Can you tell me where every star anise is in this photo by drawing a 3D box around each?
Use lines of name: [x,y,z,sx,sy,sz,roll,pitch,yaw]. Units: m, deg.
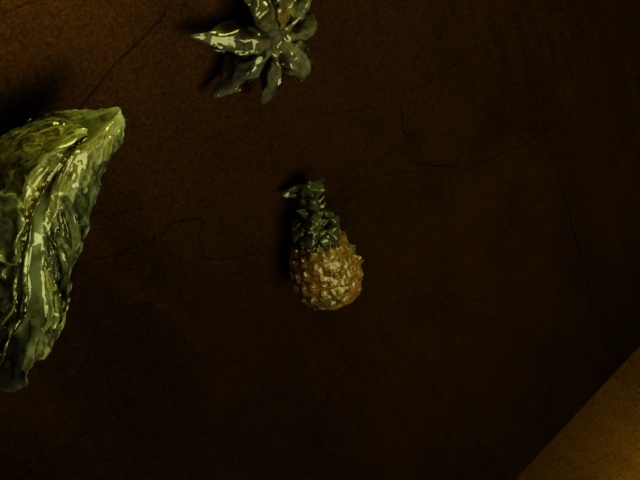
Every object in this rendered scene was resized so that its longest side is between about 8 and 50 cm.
star anise: [-0.066,-0.234,1.311,0.181,0.061,0.204,-34,141,-22]

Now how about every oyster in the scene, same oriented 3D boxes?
oyster: [-0.303,0.009,1.174,0.351,0.162,0.158,-60,163,15]

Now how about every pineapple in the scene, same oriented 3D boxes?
pineapple: [0.000,0.000,1.555,0.108,0.108,0.197,-30,128,-26]
